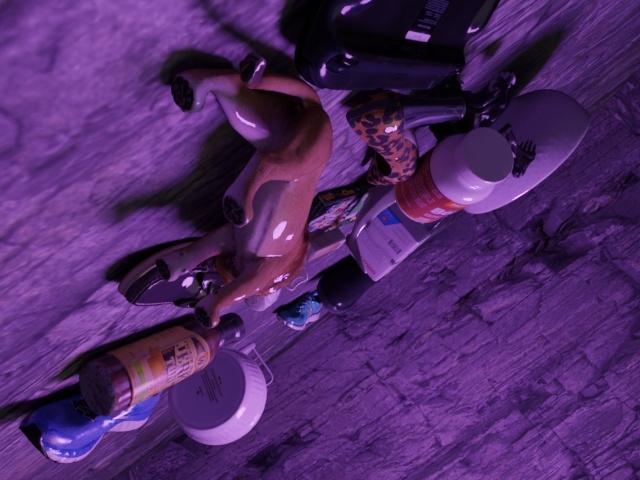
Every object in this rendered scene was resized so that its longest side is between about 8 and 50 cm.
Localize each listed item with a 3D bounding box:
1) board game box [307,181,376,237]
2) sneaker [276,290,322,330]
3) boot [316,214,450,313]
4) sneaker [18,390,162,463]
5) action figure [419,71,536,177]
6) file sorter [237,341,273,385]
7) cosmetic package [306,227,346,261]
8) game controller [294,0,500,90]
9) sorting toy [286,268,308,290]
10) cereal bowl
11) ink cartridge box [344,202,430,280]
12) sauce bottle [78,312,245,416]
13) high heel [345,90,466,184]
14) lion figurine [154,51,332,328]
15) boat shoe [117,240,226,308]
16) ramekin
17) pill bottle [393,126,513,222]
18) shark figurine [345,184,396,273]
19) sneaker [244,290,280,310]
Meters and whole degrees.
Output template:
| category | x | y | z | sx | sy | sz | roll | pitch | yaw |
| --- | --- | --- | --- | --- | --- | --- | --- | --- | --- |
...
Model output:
| category | x | y | z | sx | sy | sz | roll | pitch | yaw |
| --- | --- | --- | --- | --- | --- | --- | --- | --- | --- |
| board game box | 0.049 | -0.070 | 0.938 | 0.260 | 0.030 | 0.136 | -21 | 157 | -49 |
| sneaker | -0.068 | 0.243 | 1.568 | 0.109 | 0.107 | 0.275 | -63 | 163 | 17 |
| boot | 0.219 | 0.034 | 1.437 | 0.445 | 0.146 | 0.367 | -43 | 173 | 32 |
| sneaker | -0.426 | 0.313 | 0.856 | 0.147 | 0.130 | 0.330 | -54 | 168 | 4 |
| action figure | 0.282 | -0.222 | 0.799 | 0.164 | 0.140 | 0.276 | -16 | 143 | 41 |
| file sorter | -0.348 | 0.574 | 1.725 | 0.193 | 0.173 | 0.277 | -21 | 159 | -47 |
| cosmetic package | 0.000 | 0.000 | 0.974 | 0.115 | 0.060 | 0.041 | -20 | 158 | -47 |
| game controller | 0.103 | -0.243 | 0.470 | 0.319 | 0.067 | 0.166 | -24 | 145 | -49 |
| sorting toy | -0.070 | 0.074 | 1.003 | 0.083 | 0.075 | 0.045 | -35 | 166 | -11 |
| cereal bowl | 0.427 | -0.229 | 1.020 | 0.339 | 0.141 | 0.339 | -44 | -170 | 10 |
| ink cartridge box | 0.189 | -0.001 | 1.251 | 0.086 | 0.148 | 0.203 | -26 | 163 | -47 |
| sauce bottle | -0.293 | 0.227 | 0.878 | 0.111 | 0.111 | 0.345 | -47 | 165 | 32 |
| high heel | 0.083 | -0.153 | 0.704 | 0.187 | 0.093 | 0.261 | -9 | 164 | -25 |
| lion figurine | -0.059 | -0.050 | 0.513 | 0.240 | 0.142 | 0.392 | -34 | 163 | -45 |
| boat shoe | -0.173 | 0.063 | 0.676 | 0.103 | 0.092 | 0.285 | -42 | 165 | 18 |
| ramekin | -0.298 | 0.427 | 1.219 | 0.273 | 0.272 | 0.127 | -35 | 154 | -12 |
| pill bottle | 0.226 | -0.111 | 0.758 | 0.121 | 0.121 | 0.216 | -33 | 180 | -19 |
| shark figurine | 0.151 | -0.073 | 0.902 | 0.278 | 0.116 | 0.166 | -49 | 155 | -9 |
| sneaker | -0.110 | 0.065 | 0.897 | 0.086 | 0.085 | 0.237 | -60 | 178 | -37 |
